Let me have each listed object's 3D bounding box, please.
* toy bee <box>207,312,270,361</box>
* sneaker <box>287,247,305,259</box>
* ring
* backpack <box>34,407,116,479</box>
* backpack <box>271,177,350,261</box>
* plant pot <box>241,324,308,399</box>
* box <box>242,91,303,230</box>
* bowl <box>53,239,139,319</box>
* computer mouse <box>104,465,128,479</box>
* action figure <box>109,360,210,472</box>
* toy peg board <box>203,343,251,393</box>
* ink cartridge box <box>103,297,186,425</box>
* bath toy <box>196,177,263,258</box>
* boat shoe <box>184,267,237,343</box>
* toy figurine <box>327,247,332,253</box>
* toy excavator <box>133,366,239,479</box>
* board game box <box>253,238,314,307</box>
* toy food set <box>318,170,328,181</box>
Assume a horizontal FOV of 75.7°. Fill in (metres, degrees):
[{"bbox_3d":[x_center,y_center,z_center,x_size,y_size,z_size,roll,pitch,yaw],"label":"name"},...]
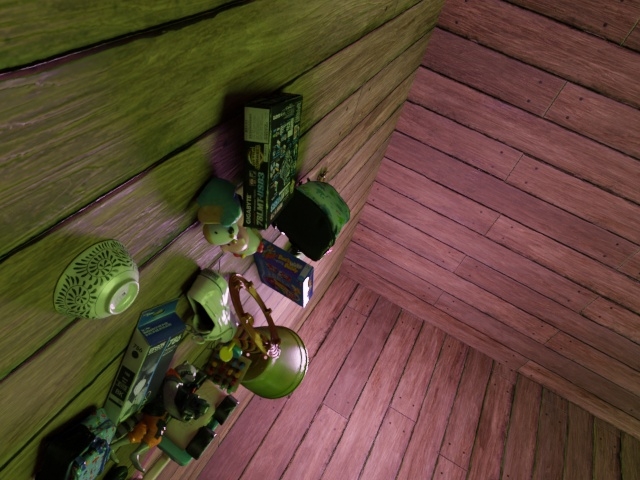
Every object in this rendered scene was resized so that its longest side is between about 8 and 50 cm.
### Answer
[{"bbox_3d":[-0.341,0.362,1.534,0.195,0.298,0.162,-85,152,-54],"label":"toy bee"},{"bbox_3d":[-0.151,0.104,2.030,0.258,0.094,0.091,-61,152,-22],"label":"sneaker"},{"bbox_3d":[-0.225,0.263,1.481,0.032,0.337,0.336,-28,170,4],"label":"ring"},{"bbox_3d":[-0.572,0.508,1.001,0.158,0.116,0.173,-64,172,19],"label":"backpack"},{"bbox_3d":[-0.025,-0.094,1.570,0.273,0.290,0.355,-43,176,2],"label":"backpack"},{"bbox_3d":[-0.284,0.560,1.965,0.367,0.366,0.353,-59,157,-11],"label":"plant pot"},{"bbox_3d":[-0.120,-0.216,1.062,0.295,0.073,0.294,-65,164,-63],"label":"box"},{"bbox_3d":[-0.408,0.091,0.794,0.170,0.080,0.170,-58,168,-20],"label":"bowl"},{"bbox_3d":[-0.728,0.845,1.353,0.242,0.041,0.071,-52,158,-14],"label":"computer mouse"},{"bbox_3d":[-0.484,0.517,1.262,0.341,0.178,0.330,-31,-159,46],"label":"action figure"},{"bbox_3d":[-0.399,0.550,1.726,0.161,0.161,0.079,-62,-176,5],"label":"toy peg board"},{"bbox_3d":[-0.474,0.329,1.137,0.333,0.065,0.165,-65,168,13],"label":"ink cartridge box"},{"bbox_3d":[-0.239,-0.030,1.139,0.152,0.129,0.348,-59,170,-15],"label":"bath toy"},{"bbox_3d":[-0.357,0.254,1.293,0.156,0.135,0.367,-53,164,-37],"label":"boat shoe"},{"bbox_3d":[0.000,0.000,2.221,0.173,0.159,0.130,-67,168,24],"label":"toy figurine"},{"bbox_3d":[-0.552,0.777,1.594,0.433,0.222,0.445,-49,172,-44],"label":"toy excavator"},{"bbox_3d":[-0.147,0.146,1.719,0.078,0.233,0.347,-56,168,-22],"label":"board game box"},{"bbox_3d":[0.004,-0.281,1.913,0.078,0.019,0.122,-66,176,23],"label":"toy food set"}]
